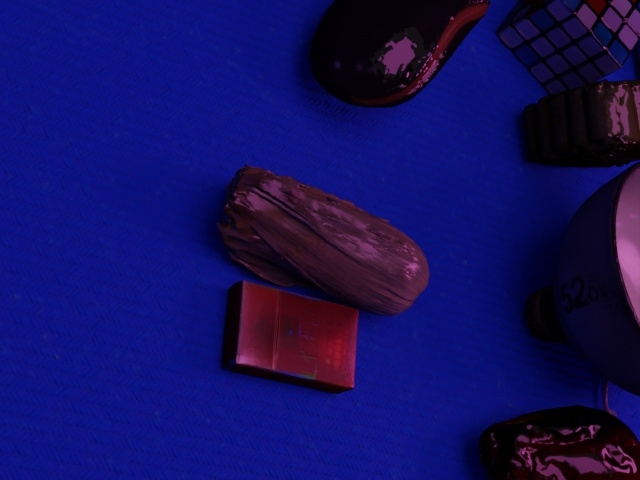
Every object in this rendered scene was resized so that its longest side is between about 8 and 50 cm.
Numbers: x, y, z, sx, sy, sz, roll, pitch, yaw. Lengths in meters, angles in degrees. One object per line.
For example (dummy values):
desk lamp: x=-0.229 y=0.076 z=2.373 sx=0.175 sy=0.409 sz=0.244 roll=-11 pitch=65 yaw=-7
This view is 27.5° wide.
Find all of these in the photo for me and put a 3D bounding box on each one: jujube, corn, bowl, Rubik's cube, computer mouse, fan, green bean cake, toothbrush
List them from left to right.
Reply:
corn: x=0.001 y=0.002 z=1.684 sx=0.305 sy=0.123 sz=0.122 roll=24 pitch=65 yaw=-23
computer mouse: x=0.112 y=-0.308 z=1.825 sx=0.183 sy=0.116 sz=0.323 roll=26 pitch=53 yaw=16
jujube: x=0.329 y=0.303 z=1.781 sx=0.236 sy=0.168 sz=0.168 roll=14 pitch=68 yaw=-25
fan: x=0.362 y=0.128 z=1.926 sx=0.155 sy=0.039 sz=0.082 roll=34 pitch=58 yaw=-24
Rubik's cube: x=0.397 y=-0.339 z=2.025 sx=0.154 sy=0.155 sz=0.151 roll=44 pitch=57 yaw=-13
toothbrush: x=0.433 y=0.167 z=1.969 sx=0.027 sy=0.021 sz=0.269 roll=19 pitch=65 yaw=-40
green bean cake: x=0.434 y=-0.173 z=1.970 sx=0.214 sy=0.200 sz=0.113 roll=-2 pitch=85 yaw=-37
bowl: x=0.459 y=0.075 z=1.874 sx=0.354 sy=0.185 sz=0.354 roll=18 pitch=62 yaw=-37

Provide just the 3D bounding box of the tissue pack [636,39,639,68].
tissue pack: x=0.638 y=-0.330 z=2.181 sx=0.198 sy=0.146 sz=0.263 roll=4 pitch=73 yaw=-32

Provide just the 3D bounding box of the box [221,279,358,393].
box: x=-0.037 y=0.124 z=1.667 sx=0.175 sy=0.048 sz=0.112 roll=14 pitch=68 yaw=-28
